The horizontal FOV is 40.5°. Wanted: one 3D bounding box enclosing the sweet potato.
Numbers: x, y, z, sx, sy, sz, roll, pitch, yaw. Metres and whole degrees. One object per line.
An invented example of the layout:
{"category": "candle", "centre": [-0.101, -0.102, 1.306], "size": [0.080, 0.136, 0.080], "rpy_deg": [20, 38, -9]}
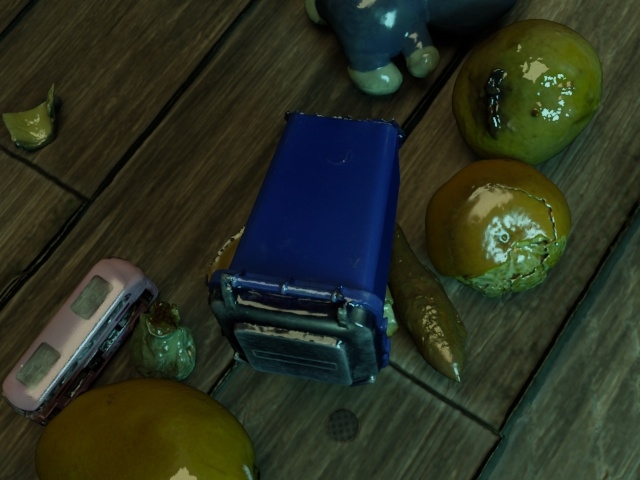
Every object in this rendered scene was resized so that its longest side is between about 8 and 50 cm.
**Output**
{"category": "sweet potato", "centre": [0.113, 0.067, 0.952], "size": [0.068, 0.060, 0.206], "rpy_deg": [-4, 58, -34]}

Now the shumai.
{"category": "shumai", "centre": [-0.181, 0.112, 0.962], "size": [0.082, 0.080, 0.083], "rpy_deg": [-36, 68, -6]}

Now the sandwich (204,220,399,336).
{"category": "sandwich", "centre": [0.015, 0.025, 0.955], "size": [0.186, 0.108, 0.220], "rpy_deg": [34, 73, 20]}

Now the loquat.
{"category": "loquat", "centre": [0.233, -0.167, 0.976], "size": [0.149, 0.172, 0.204], "rpy_deg": [45, 36, 5]}

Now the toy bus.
{"category": "toy bus", "centre": [-0.268, 0.112, 0.971], "size": [0.063, 0.090, 0.203], "rpy_deg": [30, 75, 19]}

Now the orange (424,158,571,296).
{"category": "orange", "centre": [0.190, -0.015, 0.939], "size": [0.156, 0.134, 0.157], "rpy_deg": [2, 109, 6]}

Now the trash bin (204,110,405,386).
{"category": "trash bin", "centre": [0.000, 0.000, 0.815], "size": [0.162, 0.184, 0.235], "rpy_deg": [9, 62, 11]}

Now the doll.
{"category": "doll", "centre": [0.123, -0.316, 1.074], "size": [0.258, 0.154, 0.228], "rpy_deg": [-23, 62, -9]}

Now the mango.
{"category": "mango", "centre": [-0.170, 0.227, 0.881], "size": [0.254, 0.139, 0.175], "rpy_deg": [28, 67, 25]}

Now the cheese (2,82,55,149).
{"category": "cheese", "centre": [-0.366, -0.161, 1.130], "size": [0.084, 0.041, 0.060], "rpy_deg": [-37, 58, 9]}
